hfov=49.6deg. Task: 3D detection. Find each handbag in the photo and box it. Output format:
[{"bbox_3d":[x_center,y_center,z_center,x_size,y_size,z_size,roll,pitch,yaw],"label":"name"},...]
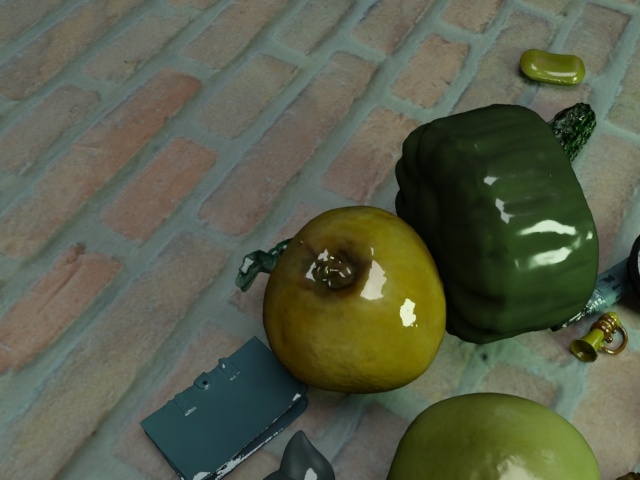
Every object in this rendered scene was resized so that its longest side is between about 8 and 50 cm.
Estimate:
[{"bbox_3d":[-0.138,0.251,1.022,0.221,0.057,0.144,-37,59,-25],"label":"handbag"}]

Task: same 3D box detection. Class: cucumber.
[{"bbox_3d":[0.436,-0.160,1.315,0.096,0.096,0.359,31,60,18],"label":"cucumber"}]

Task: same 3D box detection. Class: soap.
[{"bbox_3d":[0.501,-0.374,1.500,0.140,0.045,0.089,11,58,4],"label":"soap"}]

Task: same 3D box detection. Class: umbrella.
[{"bbox_3d":[0.478,0.081,1.166,0.250,0.052,0.053,-24,90,-20],"label":"umbrella"}]

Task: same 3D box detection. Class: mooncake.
[{"bbox_3d":[0.243,-0.022,1.049,0.194,0.356,0.356,-17,57,-11],"label":"mooncake"}]

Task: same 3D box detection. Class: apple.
[{"bbox_3d":[0.208,0.330,0.860,0.254,0.292,0.292,15,55,14],"label":"apple"}]

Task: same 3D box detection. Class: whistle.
[{"bbox_3d":[0.462,0.156,1.124,0.109,0.046,0.057,-30,46,-28],"label":"whistle"}]

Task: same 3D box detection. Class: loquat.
[{"bbox_3d":[0.056,0.095,1.006,0.274,0.275,0.275,1,54,-2],"label":"loquat"}]

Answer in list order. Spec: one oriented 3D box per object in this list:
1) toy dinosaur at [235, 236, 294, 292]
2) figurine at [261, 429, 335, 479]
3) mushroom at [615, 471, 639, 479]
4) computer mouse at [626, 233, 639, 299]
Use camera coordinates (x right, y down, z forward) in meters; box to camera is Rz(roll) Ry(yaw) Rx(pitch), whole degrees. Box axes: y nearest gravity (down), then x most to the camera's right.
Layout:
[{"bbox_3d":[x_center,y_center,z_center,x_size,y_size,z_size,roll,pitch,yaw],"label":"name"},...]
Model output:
[{"bbox_3d":[-0.018,0.034,1.169,0.076,0.129,0.383,46,38,18],"label":"toy dinosaur"},{"bbox_3d":[-0.013,0.408,0.867,0.193,0.140,0.265,-38,48,-7],"label":"figurine"},{"bbox_3d":[0.479,0.412,0.868,0.297,0.163,0.278,-19,58,-14],"label":"mushroom"},{"bbox_3d":[0.614,0.084,1.142,0.269,0.086,0.138,31,67,-1],"label":"computer mouse"}]
